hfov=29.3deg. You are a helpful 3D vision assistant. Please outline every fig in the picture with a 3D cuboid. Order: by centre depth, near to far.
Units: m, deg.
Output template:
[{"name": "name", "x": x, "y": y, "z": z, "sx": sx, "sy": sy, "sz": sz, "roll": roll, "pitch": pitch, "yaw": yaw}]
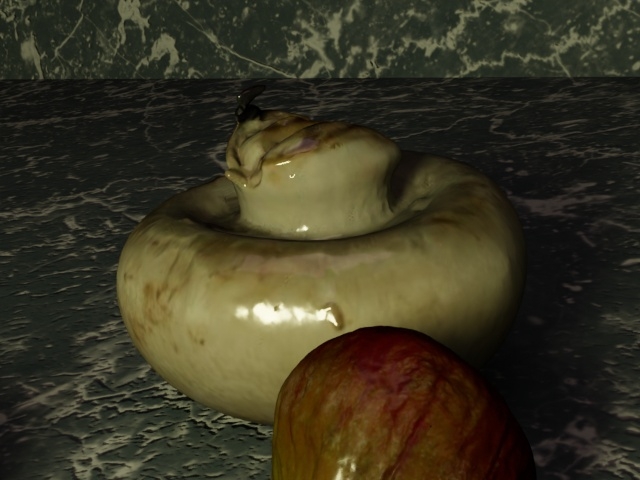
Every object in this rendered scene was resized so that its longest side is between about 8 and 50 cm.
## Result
[{"name": "fig", "x": 0.037, "y": 0.200, "z": 0.780, "sx": 0.190, "sy": 0.191, "sz": 0.290, "roll": -1, "pitch": 57, "yaw": 19}]

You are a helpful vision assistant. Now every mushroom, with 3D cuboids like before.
[{"name": "mushroom", "x": 0.000, "y": 0.000, "z": 1.076, "sx": 0.362, "sy": 0.295, "sz": 0.362, "roll": -6, "pitch": 17, "yaw": 2}]
